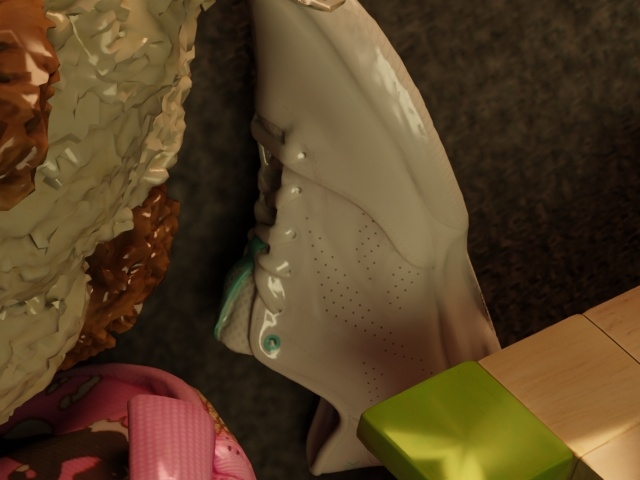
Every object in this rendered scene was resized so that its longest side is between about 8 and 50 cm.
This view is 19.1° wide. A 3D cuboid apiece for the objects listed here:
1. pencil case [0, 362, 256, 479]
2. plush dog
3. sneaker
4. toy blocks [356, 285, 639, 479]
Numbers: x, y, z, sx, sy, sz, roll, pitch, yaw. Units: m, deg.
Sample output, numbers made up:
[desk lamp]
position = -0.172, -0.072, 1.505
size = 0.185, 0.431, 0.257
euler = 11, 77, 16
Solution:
[pencil case]
position = -0.041, 0.228, 0.677
size = 0.167, 0.160, 0.386
euler = -38, 122, -22
[plush dog]
position = -0.121, -0.020, 0.535
size = 0.262, 0.210, 0.225
euler = -4, 138, -25
[sneaker]
position = 0.000, 0.000, 0.661
size = 0.094, 0.080, 0.212
euler = -23, 121, -5
[toy blocks]
position = 0.163, 0.119, 0.734
size = 0.381, 0.191, 0.261
euler = -22, 141, -36
